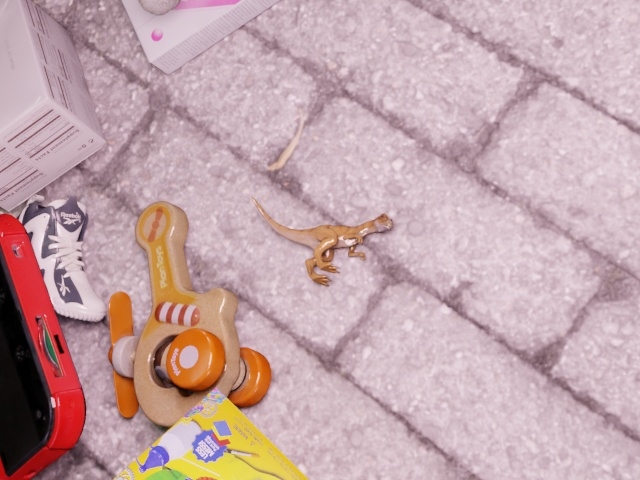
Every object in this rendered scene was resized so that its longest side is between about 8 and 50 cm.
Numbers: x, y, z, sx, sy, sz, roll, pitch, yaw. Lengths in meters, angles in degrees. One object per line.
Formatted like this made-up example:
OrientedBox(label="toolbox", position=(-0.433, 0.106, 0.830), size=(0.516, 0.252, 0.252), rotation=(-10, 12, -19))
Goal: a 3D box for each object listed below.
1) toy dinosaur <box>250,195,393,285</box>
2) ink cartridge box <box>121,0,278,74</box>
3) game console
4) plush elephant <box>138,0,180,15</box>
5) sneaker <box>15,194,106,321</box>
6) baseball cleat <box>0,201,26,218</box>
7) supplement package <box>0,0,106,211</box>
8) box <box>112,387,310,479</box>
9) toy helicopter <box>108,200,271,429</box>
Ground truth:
OrientedBox(label="toy dinosaur", position=(0.000, 0.000, 1.522), size=(0.212, 0.064, 0.112), rotation=(1, 60, 13))
OrientedBox(label="ink cartridge box", position=(-0.183, -0.481, 1.689), size=(0.330, 0.071, 0.324), rotation=(-31, 68, 14))
OrientedBox(label="game console", position=(-0.509, 0.188, 1.631), size=(0.342, 0.060, 0.386), rotation=(-40, 65, 34))
OrientedBox(label="plush elephant", position=(-0.318, -0.534, 1.581), size=(0.256, 0.271, 0.330), rotation=(4, 48, 9))
OrientedBox(label="sneaker", position=(-0.392, 0.013, 1.646), size=(0.235, 0.094, 0.153), rotation=(34, 101, 34))
OrientedBox(label="baseball cleat", position=(-0.562, -0.079, 1.756), size=(0.206, 0.072, 0.109), rotation=(44, 136, 7))
OrientedBox(label="supplement package", position=(-0.483, -0.220, 1.678), size=(0.204, 0.145, 0.261), rotation=(-33, 54, 12))
OrientedBox(label="box", position=(-0.127, 0.402, 1.357), size=(0.279, 0.177, 0.290), rotation=(-42, 65, -18))
OrientedBox(label="toy helicopter", position=(-0.225, 0.107, 1.563), size=(0.235, 0.140, 0.355), rotation=(-27, 59, 24))
